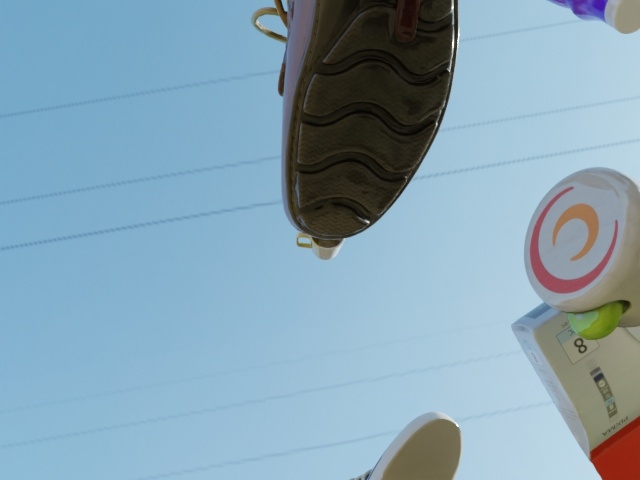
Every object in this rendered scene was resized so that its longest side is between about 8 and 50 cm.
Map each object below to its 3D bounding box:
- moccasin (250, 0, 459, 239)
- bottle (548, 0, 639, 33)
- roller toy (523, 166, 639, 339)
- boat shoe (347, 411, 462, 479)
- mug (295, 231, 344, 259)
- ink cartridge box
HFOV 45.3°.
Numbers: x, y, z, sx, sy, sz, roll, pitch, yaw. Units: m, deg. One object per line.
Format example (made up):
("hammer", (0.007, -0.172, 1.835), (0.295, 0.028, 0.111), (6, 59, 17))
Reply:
("moccasin", (0.026, -0.190, 0.605), (0.139, 0.147, 0.380), (-2, -76, -18))
("bottle", (0.334, -0.368, 1.027), (0.118, 0.283, 0.092), (-6, -48, -25))
("roller toy", (0.377, 0.010, 0.989), (0.146, 0.191, 0.209), (16, -66, -26))
("boat shoe", (0.087, 0.395, 1.199), (0.127, 0.158, 0.341), (28, -86, -23))
("mug", (0.004, -0.001, 1.333), (0.078, 0.062, 0.064), (32, -26, 13))
("ink cartridge box", (0.516, 0.210, 1.161), (0.308, 0.091, 0.385), (-32, -87, -9))
